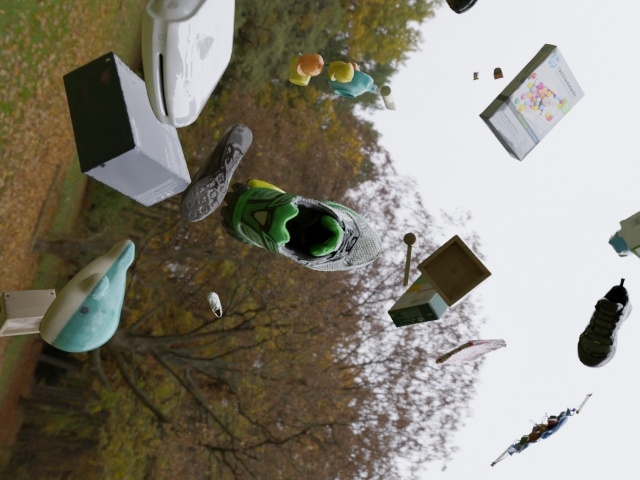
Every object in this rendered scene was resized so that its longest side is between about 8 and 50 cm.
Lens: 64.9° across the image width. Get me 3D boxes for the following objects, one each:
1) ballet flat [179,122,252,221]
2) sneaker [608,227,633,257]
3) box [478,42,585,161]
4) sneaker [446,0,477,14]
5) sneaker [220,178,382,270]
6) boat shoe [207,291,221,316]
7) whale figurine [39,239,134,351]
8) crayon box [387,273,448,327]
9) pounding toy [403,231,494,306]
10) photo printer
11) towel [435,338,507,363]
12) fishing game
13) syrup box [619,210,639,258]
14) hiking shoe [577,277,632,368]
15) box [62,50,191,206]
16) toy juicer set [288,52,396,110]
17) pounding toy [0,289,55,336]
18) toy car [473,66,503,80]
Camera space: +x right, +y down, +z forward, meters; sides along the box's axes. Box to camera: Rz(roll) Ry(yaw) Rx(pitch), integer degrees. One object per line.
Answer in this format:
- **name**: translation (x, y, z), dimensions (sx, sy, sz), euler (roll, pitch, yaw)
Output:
- **ballet flat**: translation (-0.239, -0.155, 1.134), dimensions (0.058, 0.084, 0.249), euler (32, -88, 51)
- **sneaker**: translation (0.779, -0.006, 1.262), dimensions (0.092, 0.229, 0.087), euler (-37, -114, 29)
- **box**: translation (0.432, -0.276, 1.026), dimensions (0.186, 0.145, 0.038), euler (-48, -147, 6)
- **sneaker**: translation (0.299, -0.707, 1.205), dimensions (0.122, 0.146, 0.330), euler (-17, -105, 52)
- **sneaker**: translation (0.000, 0.000, 0.863), dimensions (0.146, 0.344, 0.134), euler (24, -82, 41)
- **boat shoe**: translation (-0.349, 0.215, 1.668), dimensions (0.035, 0.035, 0.100), euler (-122, -161, -49)
- **whale figurine**: translation (-0.492, 0.127, 1.128), dimensions (0.216, 0.141, 0.272), euler (-34, -158, 51)
- **crayon box**: translation (0.428, 0.205, 1.950), dimensions (0.203, 0.083, 0.323), euler (-22, -168, 47)
- **pounding toy**: translation (0.289, 0.063, 1.255), dimensions (0.181, 0.094, 0.206), euler (-42, -109, 13)
- **photo printer**: translation (-0.268, -0.402, 1.031), dimensions (0.256, 0.107, 0.307), euler (106, -2, -51)
- **towel**: translation (0.475, 0.358, 1.599), dimensions (0.197, 0.144, 0.029), euler (129, -42, -50)
- **fishing game**: translation (0.509, 0.442, 1.183), dimensions (0.041, 0.189, 0.264), euler (54, -54, 23)
- **syrup box**: translation (0.771, 0.027, 1.089), dimensions (0.093, 0.237, 0.096), euler (-42, -156, 40)
- **hiking shoe**: translation (0.667, 0.192, 1.192), dimensions (0.086, 0.114, 0.227), euler (13, -126, 42)
- **box**: translation (-0.582, -0.326, 1.540), dimensions (0.179, 0.312, 0.343), euler (-23, -109, 8)
- **toy juicer set**: translation (0.082, -0.437, 1.335), dimensions (0.209, 0.329, 0.089), euler (-143, -112, -81)
- **pounding toy**: translation (-0.732, 0.169, 1.220), dimensions (0.141, 0.130, 0.100), euler (-37, -116, 38)
- **toy car**: translation (0.603, -0.600, 1.820), dimensions (0.122, 0.040, 0.060), euler (2, -145, 34)
